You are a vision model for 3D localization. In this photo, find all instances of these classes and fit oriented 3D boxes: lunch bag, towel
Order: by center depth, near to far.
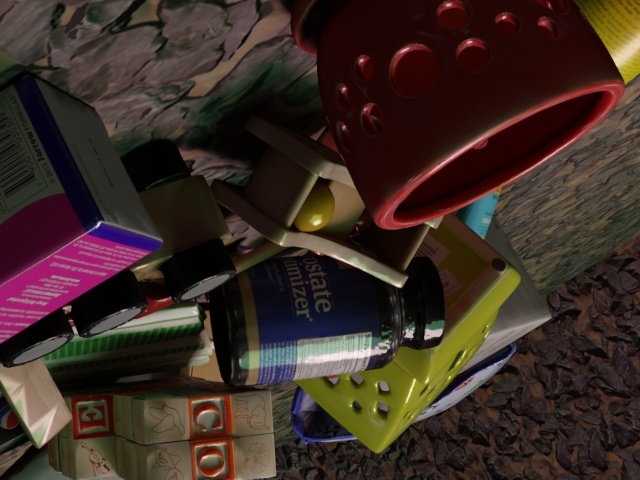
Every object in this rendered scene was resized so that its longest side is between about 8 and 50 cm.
[{"bbox_3d":[-0.233,0.106,1.197,0.248,0.038,0.325,-9,166,-5],"label":"towel"},{"bbox_3d":[0.132,0.217,2.044,0.385,0.239,0.328,-37,168,6],"label":"lunch bag"}]

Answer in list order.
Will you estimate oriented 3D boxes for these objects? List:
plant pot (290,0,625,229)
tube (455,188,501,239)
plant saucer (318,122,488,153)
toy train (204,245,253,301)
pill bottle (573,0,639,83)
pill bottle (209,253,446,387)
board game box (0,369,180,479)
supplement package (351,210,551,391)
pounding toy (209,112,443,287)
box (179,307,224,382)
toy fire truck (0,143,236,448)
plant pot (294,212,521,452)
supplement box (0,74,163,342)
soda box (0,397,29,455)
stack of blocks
[{"bbox_3d":[0.083,-0.124,0.795,0.191,0.174,0.191,-27,166,-7],"label":"plant pot"},{"bbox_3d":[0.197,-0.031,1.486,0.207,0.052,0.080,-69,163,7],"label":"tube"},{"bbox_3d":[0.115,-0.119,1.158,0.259,0.048,0.258,-22,165,-30],"label":"plant saucer"},{"bbox_3d":[-0.108,0.073,1.305,0.046,0.125,0.166,8,163,-8],"label":"toy train"},{"bbox_3d":[0.254,-0.204,0.966,0.117,0.117,0.215,-15,162,-44],"label":"pill bottle"},{"bbox_3d":[0.006,0.073,1.146,0.219,0.123,0.123,-6,161,-14],"label":"pill bottle"},{"bbox_3d":[-0.318,0.283,1.508,0.303,0.097,0.224,-37,-173,37],"label":"board game box"},{"bbox_3d":[0.158,0.089,1.679,0.198,0.199,0.262,-37,163,33],"label":"supplement package"},{"bbox_3d":[0.000,0.000,1.027,0.155,0.154,0.269,-60,160,7],"label":"pounding toy"},{"bbox_3d":[-0.139,0.187,1.510,0.021,0.201,0.164,6,-179,22],"label":"box"},{"bbox_3d":[-0.199,0.059,0.966,0.217,0.158,0.246,-22,170,-29],"label":"toy fire truck"},{"bbox_3d":[0.081,0.070,1.345,0.228,0.227,0.207,-42,169,-32],"label":"plant pot"},{"bbox_3d":[-0.235,0.004,0.766,0.220,0.111,0.114,-30,167,8],"label":"supplement box"},{"bbox_3d":[-0.398,0.233,1.411,0.169,0.053,0.060,-27,167,-6],"label":"soda box"},{"bbox_3d":[-0.179,0.198,1.213,0.171,0.087,0.297,-3,177,-23],"label":"stack of blocks"}]
